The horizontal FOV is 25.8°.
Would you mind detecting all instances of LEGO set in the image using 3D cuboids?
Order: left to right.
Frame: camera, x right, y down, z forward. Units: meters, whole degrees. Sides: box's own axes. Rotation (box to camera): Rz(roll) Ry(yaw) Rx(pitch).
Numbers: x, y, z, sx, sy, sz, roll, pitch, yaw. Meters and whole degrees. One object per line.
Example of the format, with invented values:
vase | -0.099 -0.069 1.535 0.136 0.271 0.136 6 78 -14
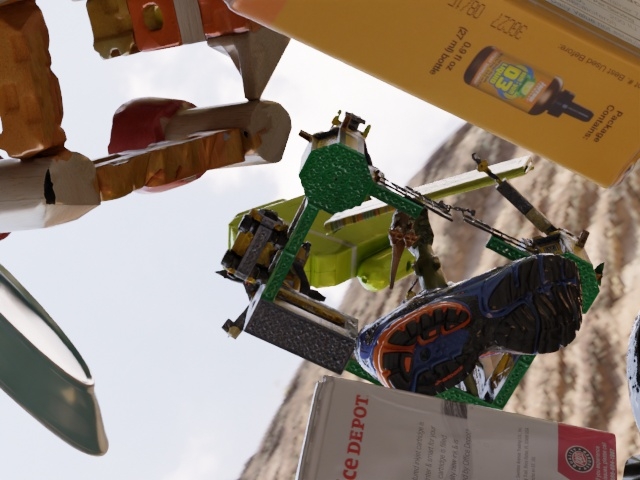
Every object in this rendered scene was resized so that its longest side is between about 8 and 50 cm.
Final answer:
LEGO set | 0.079 0.025 1.286 0.331 0.255 0.192 18 -162 -4

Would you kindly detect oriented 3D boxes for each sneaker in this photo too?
sneaker | 0.119 0.059 1.114 0.221 0.087 0.083 -14 -77 -30

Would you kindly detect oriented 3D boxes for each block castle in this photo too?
block castle | -0.213 -0.238 1.076 0.303 0.213 0.453 -21 -76 -48

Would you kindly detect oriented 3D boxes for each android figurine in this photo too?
android figurine | 0.000 0.000 1.704 0.248 0.056 0.273 18 -152 35

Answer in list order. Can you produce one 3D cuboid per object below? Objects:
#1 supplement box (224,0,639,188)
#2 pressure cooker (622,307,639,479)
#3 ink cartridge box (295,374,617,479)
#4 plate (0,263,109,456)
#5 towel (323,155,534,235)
supplement box | 0.072 -0.115 0.705 0.233 0.078 0.080 25 -145 -17
pressure cooker | 0.485 0.204 1.306 0.375 0.420 0.370 -38 -135 -11
ink cartridge box | 0.087 0.193 0.964 0.218 0.092 0.158 13 -142 0
plate | -0.171 0.039 0.745 0.024 0.188 0.188 -43 -91 -3
towel | 0.123 -0.049 1.579 0.102 0.237 0.021 -43 -64 -72
